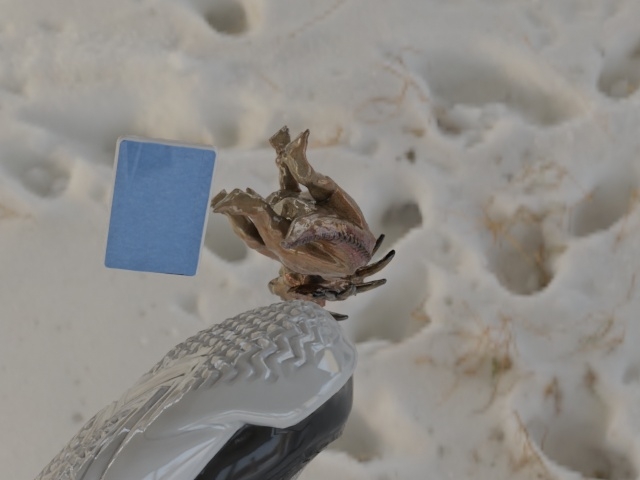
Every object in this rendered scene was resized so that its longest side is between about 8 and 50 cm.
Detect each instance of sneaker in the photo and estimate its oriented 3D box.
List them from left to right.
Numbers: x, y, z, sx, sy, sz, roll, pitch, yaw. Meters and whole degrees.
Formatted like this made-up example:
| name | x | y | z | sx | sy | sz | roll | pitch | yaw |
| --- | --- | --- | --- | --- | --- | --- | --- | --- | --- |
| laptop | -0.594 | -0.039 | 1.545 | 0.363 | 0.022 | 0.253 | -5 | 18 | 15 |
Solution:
| name | x | y | z | sx | sy | sz | roll | pitch | yaw |
| --- | --- | --- | --- | --- | --- | --- | --- | --- | --- |
| sneaker | -0.054 | 0.147 | 0.455 | 0.153 | 0.101 | 0.268 | 44 | 104 | -5 |

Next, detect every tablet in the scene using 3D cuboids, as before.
| name | x | y | z | sx | sy | sz | roll | pitch | yaw |
| --- | --- | --- | --- | --- | --- | --- | --- | --- | --- |
| tablet | -0.087 | -0.017 | 0.758 | 0.054 | 0.083 | 0.006 | 6 | 30 | -11 |

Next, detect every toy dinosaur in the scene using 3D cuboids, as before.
| name | x | y | z | sx | sy | sz | roll | pitch | yaw |
| --- | --- | --- | --- | --- | --- | --- | --- | --- | --- |
| toy dinosaur | 0.000 | 0.000 | 1.385 | 0.127 | 0.295 | 0.200 | -43 | 100 | -7 |
